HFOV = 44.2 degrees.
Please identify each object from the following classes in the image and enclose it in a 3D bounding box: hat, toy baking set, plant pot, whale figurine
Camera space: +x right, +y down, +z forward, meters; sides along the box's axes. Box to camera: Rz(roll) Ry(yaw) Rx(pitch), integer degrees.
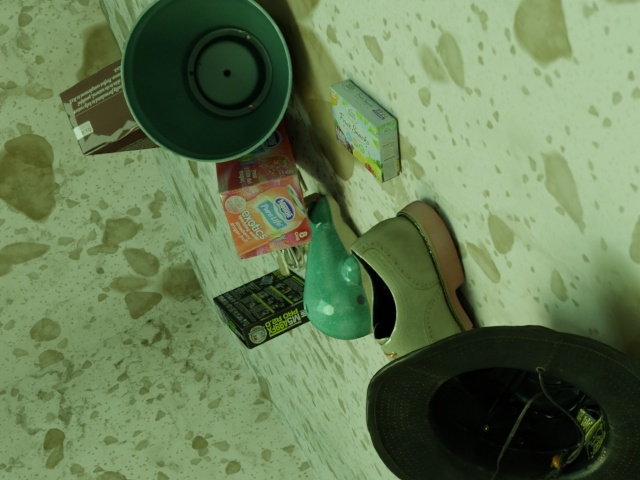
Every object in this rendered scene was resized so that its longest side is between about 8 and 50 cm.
[{"bbox_3d":[0.222,0.173,0.899,0.134,0.331,0.331,-73,-23,-49],"label":"hat"},{"bbox_3d":[-0.080,-0.039,1.701,0.197,0.030,0.256,55,141,20],"label":"toy baking set"},{"bbox_3d":[-0.182,-0.298,1.407,0.196,0.293,0.293,-66,-45,-75],"label":"plant pot"},{"bbox_3d":[0.019,0.056,1.465,0.216,0.141,0.272,165,85,-74],"label":"whale figurine"}]

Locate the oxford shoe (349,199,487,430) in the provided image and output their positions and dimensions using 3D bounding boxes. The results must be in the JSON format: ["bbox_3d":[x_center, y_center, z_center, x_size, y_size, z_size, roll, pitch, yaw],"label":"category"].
[{"bbox_3d":[0.149,0.145,1.170,0.140,0.146,0.397,18,131,68],"label":"oxford shoe"}]

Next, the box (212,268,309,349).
[{"bbox_3d":[-0.129,0.161,1.961,0.270,0.216,0.060,27,138,64],"label":"box"}]

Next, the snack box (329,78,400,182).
[{"bbox_3d":[0.066,-0.165,1.177,0.141,0.037,0.100,50,157,44],"label":"snack box"}]

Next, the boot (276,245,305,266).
[{"bbox_3d":[-0.132,-0.103,1.837,0.269,0.089,0.236,48,160,39],"label":"boot"}]

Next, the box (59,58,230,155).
[{"bbox_3d":[-0.329,-0.281,1.633,0.143,0.191,0.381,68,-157,-3],"label":"box"}]

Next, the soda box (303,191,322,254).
[{"bbox_3d":[0.000,0.000,1.587,0.058,0.061,0.181,34,145,60],"label":"soda box"}]

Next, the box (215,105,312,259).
[{"bbox_3d":[-0.115,-0.121,1.485,0.300,0.142,0.154,-106,3,-54],"label":"box"}]
